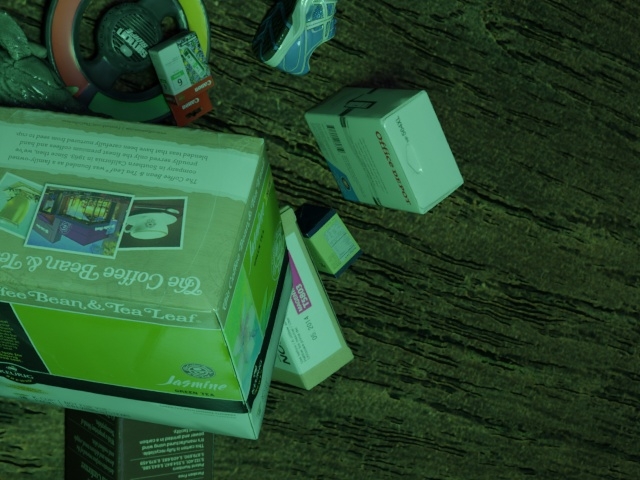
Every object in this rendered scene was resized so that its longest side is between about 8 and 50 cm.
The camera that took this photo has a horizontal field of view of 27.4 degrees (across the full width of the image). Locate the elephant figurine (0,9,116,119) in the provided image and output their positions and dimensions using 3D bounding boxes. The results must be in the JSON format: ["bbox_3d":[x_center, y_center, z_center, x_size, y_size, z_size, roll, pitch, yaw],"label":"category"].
[{"bbox_3d":[-0.361,-0.185,1.498,0.186,0.239,0.169,-13,104,-30],"label":"elephant figurine"}]

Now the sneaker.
[{"bbox_3d":[-0.012,-0.324,1.799,0.081,0.080,0.211,32,90,-38],"label":"sneaker"}]

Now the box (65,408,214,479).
[{"bbox_3d":[-0.237,0.366,1.687,0.143,0.191,0.381,-4,98,-31],"label":"box"}]

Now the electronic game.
[{"bbox_3d":[-0.243,-0.258,1.674,0.229,0.048,0.229,-6,101,-32],"label":"electronic game"}]

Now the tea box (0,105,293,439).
[{"bbox_3d":[-0.221,0.040,1.460,0.323,0.329,0.220,82,19,-59],"label":"tea box"}]

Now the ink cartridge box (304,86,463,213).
[{"bbox_3d":[0.086,-0.127,1.805,0.086,0.203,0.148,-36,114,-23],"label":"ink cartridge box"}]

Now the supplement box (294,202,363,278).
[{"bbox_3d":[0.000,0.000,1.841,0.056,0.083,0.083,-43,116,-19],"label":"supplement box"}]

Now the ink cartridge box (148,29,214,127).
[{"bbox_3d":[-0.173,-0.206,1.692,0.063,0.029,0.115,-34,121,-28],"label":"ink cartridge box"}]

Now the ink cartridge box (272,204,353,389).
[{"bbox_3d":[-0.080,0.067,1.736,0.088,0.193,0.235,-33,112,-28],"label":"ink cartridge box"}]
